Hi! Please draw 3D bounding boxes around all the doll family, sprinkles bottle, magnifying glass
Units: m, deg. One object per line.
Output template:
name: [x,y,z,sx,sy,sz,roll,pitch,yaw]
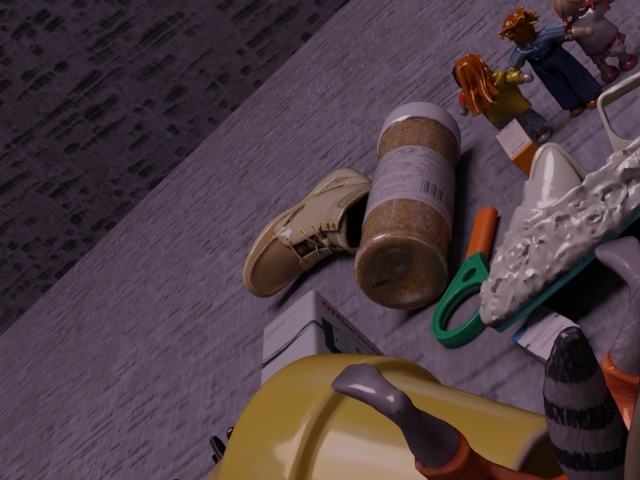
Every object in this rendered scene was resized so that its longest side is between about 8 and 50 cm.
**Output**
doll family: [0.273,-0.218,1.445,0.263,0.163,0.118,-34,23,33]
sprinkles bottle: [0.123,-0.057,1.509,0.121,0.121,0.355,-36,21,29]
magnifying glass: [0.185,0.039,1.340,0.092,0.026,0.231,-32,25,37]

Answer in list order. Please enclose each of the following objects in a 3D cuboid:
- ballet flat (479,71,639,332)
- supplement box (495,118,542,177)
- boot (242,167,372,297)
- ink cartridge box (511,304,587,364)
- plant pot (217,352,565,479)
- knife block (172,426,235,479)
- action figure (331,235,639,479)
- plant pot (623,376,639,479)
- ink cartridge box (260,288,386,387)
ballet flat: [0.302,-0.076,1.132,0.409,0.147,0.147,-39,20,13]
supplement box: [0.262,-0.108,1.406,0.036,0.062,0.098,-44,18,14]
boot: [0.000,0.000,1.709,0.262,0.095,0.203,-43,19,-6]
ink cartridge box: [0.230,0.099,1.106,0.048,0.028,0.083,-47,18,-2]
plant pot: [0.085,0.218,0.880,0.239,0.254,0.254,-4,44,43]
knife block: [-0.112,0.334,1.280,0.242,0.088,0.275,-33,23,37]
action figure: [0.128,0.208,0.650,0.341,0.330,0.178,-27,9,-23]
plant pot: [0.326,0.075,0.584,0.323,0.323,0.280,-39,5,23]
ink cartridge box: [0.013,0.170,1.240,0.087,0.153,0.208,-40,21,16]
